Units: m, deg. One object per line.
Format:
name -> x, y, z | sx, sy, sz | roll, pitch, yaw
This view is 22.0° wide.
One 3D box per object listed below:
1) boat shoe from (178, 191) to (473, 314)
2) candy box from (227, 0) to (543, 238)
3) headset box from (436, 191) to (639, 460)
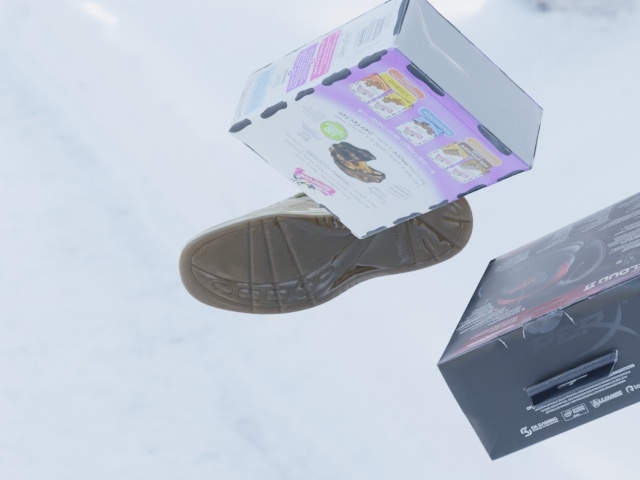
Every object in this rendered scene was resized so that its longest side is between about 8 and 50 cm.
boat shoe -> 0.000, 0.000, 1.890 | 0.341, 0.121, 0.110 | -10, 21, -12
candy box -> 0.052, -0.098, 1.342 | 0.196, 0.165, 0.070 | -22, 40, 42
headset box -> 0.242, 0.071, 1.494 | 0.218, 0.110, 0.293 | -26, 10, 23
